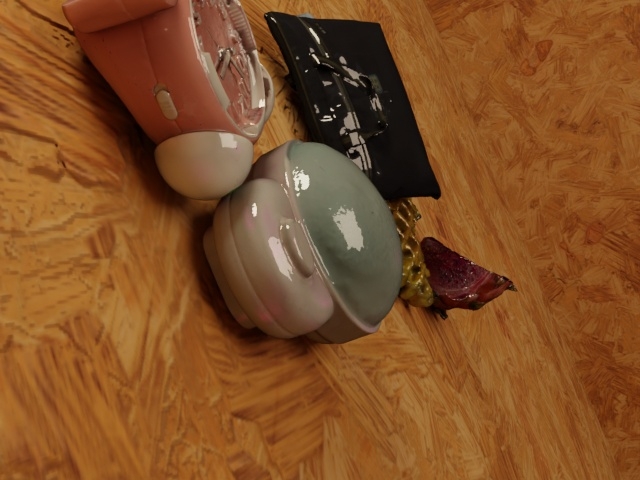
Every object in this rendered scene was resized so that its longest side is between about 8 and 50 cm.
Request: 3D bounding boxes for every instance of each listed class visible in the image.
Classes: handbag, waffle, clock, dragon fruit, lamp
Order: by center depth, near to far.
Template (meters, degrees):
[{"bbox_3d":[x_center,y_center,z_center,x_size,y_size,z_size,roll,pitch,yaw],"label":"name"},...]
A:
[{"bbox_3d":[-0.098,-0.121,0.478,0.166,0.092,0.162,-81,151,-55],"label":"clock"},{"bbox_3d":[0.002,-0.001,0.549,0.180,0.108,0.246,63,22,3],"label":"lamp"},{"bbox_3d":[0.044,-0.154,0.794,0.211,0.088,0.254,-15,83,-50],"label":"handbag"},{"bbox_3d":[0.106,-0.010,0.872,0.149,0.051,0.194,36,37,-49],"label":"waffle"},{"bbox_3d":[0.186,0.064,0.929,0.147,0.096,0.102,29,-1,29],"label":"dragon fruit"}]

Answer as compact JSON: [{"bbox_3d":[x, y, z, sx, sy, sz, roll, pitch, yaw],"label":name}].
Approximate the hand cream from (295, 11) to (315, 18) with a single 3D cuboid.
[{"bbox_3d":[0.019,-0.231,0.899,0.171,0.043,0.065,59,23,-12],"label":"hand cream"}]
